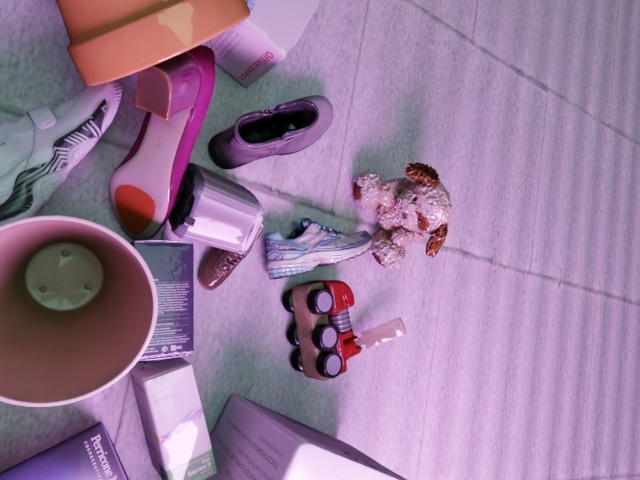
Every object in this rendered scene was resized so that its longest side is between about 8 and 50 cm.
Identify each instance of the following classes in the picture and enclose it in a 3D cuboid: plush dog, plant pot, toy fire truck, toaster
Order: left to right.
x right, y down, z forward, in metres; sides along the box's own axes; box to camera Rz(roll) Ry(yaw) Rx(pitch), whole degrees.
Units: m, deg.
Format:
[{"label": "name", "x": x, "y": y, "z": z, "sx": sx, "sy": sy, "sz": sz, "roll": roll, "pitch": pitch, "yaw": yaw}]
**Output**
[{"label": "plant pot", "x": -0.406, "y": 0.078, "z": 0.747, "sx": 0.256, "sy": 0.274, "sz": 0.257, "roll": -4, "pitch": 99, "yaw": -25}, {"label": "plant pot", "x": -0.282, "y": -0.394, "z": 0.732, "sx": 0.291, "sy": 0.291, "sz": 0.203, "roll": -42, "pitch": 126, "yaw": -26}, {"label": "toaster", "x": -0.206, "y": -0.061, "z": 0.925, "sx": 0.146, "sy": 0.227, "sz": 0.129, "roll": 20, "pitch": 100, "yaw": -30}, {"label": "toy fire truck", "x": 0.062, "y": 0.193, "z": 1.127, "sx": 0.246, "sy": 0.158, "sz": 0.217, "roll": -10, "pitch": 92, "yaw": -43}, {"label": "plush dog", "x": 0.232, "y": -0.074, "z": 1.187, "sx": 0.210, "sy": 0.225, "sz": 0.262, "roll": -21, "pitch": 98, "yaw": -30}]

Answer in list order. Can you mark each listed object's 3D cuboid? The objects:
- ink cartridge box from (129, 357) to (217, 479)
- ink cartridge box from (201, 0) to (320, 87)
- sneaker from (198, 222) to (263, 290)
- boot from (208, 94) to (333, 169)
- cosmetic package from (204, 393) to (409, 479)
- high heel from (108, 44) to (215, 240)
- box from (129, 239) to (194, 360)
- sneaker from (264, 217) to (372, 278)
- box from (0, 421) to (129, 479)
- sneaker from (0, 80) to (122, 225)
[{"label": "ink cartridge box", "x": -0.279, "y": 0.330, "z": 0.894, "sx": 0.093, "sy": 0.154, "sz": 0.212, "roll": -17, "pitch": 96, "yaw": -31}, {"label": "ink cartridge box", "x": -0.174, "y": -0.498, "z": 0.980, "sx": 0.270, "sy": 0.198, "sz": 0.197, "roll": 35, "pitch": 69, "yaw": -26}, {"label": "sneaker", "x": -0.189, "y": 0.022, "z": 1.015, "sx": 0.066, "sy": 0.071, "sz": 0.188, "roll": 40, "pitch": 68, "yaw": -23}, {"label": "boot", "x": -0.059, "y": -0.246, "z": 1.021, "sx": 0.338, "sy": 0.222, "sz": 0.118, "roll": -34, "pitch": 104, "yaw": -28}, {"label": "cosmetic package", "x": -0.071, "y": 0.568, "z": 0.908, "sx": 0.329, "sy": 0.327, "sz": 0.394, "roll": 33, "pitch": 72, "yaw": -26}, {"label": "high heel", "x": -0.273, "y": -0.166, "z": 0.878, "sx": 0.127, "sy": 0.377, "sz": 0.181, "roll": 31, "pitch": 36, "yaw": -1}, {"label": "box", "x": -0.309, "y": 0.105, "z": 0.890, "sx": 0.108, "sy": 0.153, "sz": 0.207, "roll": 2, "pitch": 87, "yaw": -32}, {"label": "sneaker", "x": 0.000, "y": 0.000, "z": 1.113, "sx": 0.283, "sy": 0.110, "sz": 0.122, "roll": -15, "pitch": 92, "yaw": -31}, {"label": "box", "x": -0.427, "y": 0.488, "z": 0.736, "sx": 0.294, "sy": 0.183, "sz": 0.296, "roll": -23, "pitch": 80, "yaw": -32}, {"label": "sneaker", "x": -0.509, "y": -0.179, "z": 0.792, "sx": 0.210, "sy": 0.137, "sz": 0.366, "roll": 40, "pitch": 72, "yaw": -26}]
